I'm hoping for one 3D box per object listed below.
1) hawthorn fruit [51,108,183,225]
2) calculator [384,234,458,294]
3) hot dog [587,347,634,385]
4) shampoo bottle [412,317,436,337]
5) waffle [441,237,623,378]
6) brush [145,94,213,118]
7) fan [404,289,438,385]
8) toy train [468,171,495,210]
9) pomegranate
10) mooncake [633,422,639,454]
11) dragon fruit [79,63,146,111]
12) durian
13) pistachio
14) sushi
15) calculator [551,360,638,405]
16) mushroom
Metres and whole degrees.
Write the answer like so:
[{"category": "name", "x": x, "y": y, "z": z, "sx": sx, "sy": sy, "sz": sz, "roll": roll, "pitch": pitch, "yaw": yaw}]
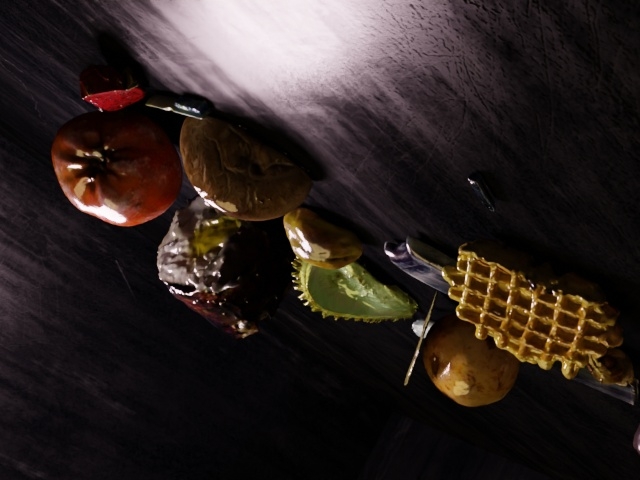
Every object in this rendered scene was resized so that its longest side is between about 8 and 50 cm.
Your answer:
[{"category": "hawthorn fruit", "x": -0.444, "y": -0.158, "z": 1.813, "sx": 0.284, "sy": 0.284, "sz": 0.284, "roll": 28, "pitch": 166, "yaw": 8}, {"category": "calculator", "x": 0.258, "y": 0.072, "z": 1.641, "sx": 0.268, "sy": 0.040, "sz": 0.177, "roll": 27, "pitch": 168, "yaw": -11}, {"category": "hot dog", "x": 0.552, "y": 0.233, "z": 1.544, "sx": 0.169, "sy": 0.061, "sz": 0.078, "roll": 16, "pitch": -144, "yaw": -56}, {"category": "shampoo bottle", "x": 0.317, "y": 0.233, "z": 2.043, "sx": 0.072, "sy": 0.049, "sz": 0.212, "roll": 35, "pitch": 165, "yaw": -32}, {"category": "waffle", "x": 0.357, "y": 0.109, "z": 1.386, "sx": 0.309, "sy": 0.065, "sz": 0.283, "roll": 48, "pitch": 142, "yaw": -14}, {"category": "brush", "x": -0.278, "y": -0.263, "z": 1.576, "sx": 0.178, "sy": 0.033, "sz": 0.030, "roll": 19, "pitch": 156, "yaw": 38}, {"category": "fan", "x": 0.231, "y": 0.202, "z": 1.833, "sx": 0.011, "sy": 0.230, "sz": 0.335, "roll": 19, "pitch": -167, "yaw": 9}, {"category": "toy train", "x": 0.241, "y": -0.072, "z": 1.214, "sx": 0.017, "sy": 0.017, "sz": 0.083, "roll": 21, "pitch": 162, "yaw": 41}, {"category": "pomegranate", "x": 0.336, "y": 0.249, "z": 1.785, "sx": 0.215, "sy": 0.215, "sz": 0.215, "roll": 28, "pitch": 166, "yaw": 8}, {"category": "mooncake", "x": 0.760, "y": 0.414, "z": 1.596, "sx": 0.283, "sy": 0.141, "sz": 0.283, "roll": 26, "pitch": 165, "yaw": 8}, {"category": "dragon fruit", "x": -0.400, "y": -0.308, "z": 1.595, "sx": 0.106, "sy": 0.083, "sz": 0.162, "roll": -14, "pitch": 174, "yaw": 4}, {"category": "durian", "x": 0.081, "y": 0.096, "z": 2.021, "sx": 0.394, "sy": 0.163, "sz": 0.198, "roll": 32, "pitch": 128, "yaw": -22}, {"category": "pistachio", "x": -0.003, "y": 0.002, "z": 1.783, "sx": 0.189, "sy": 0.110, "sz": 0.100, "roll": 29, "pitch": -162, "yaw": 4}, {"category": "sushi", "x": -0.239, "y": 0.070, "z": 2.106, "sx": 0.281, "sy": 0.300, "sz": 0.294, "roll": 3, "pitch": 151, "yaw": 30}, {"category": "calculator", "x": 0.554, "y": 0.276, "z": 1.772, "sx": 0.261, "sy": 0.021, "sz": 0.161, "roll": 23, "pitch": 164, "yaw": 29}, {"category": "mushroom", "x": -0.168, "y": -0.125, "z": 1.585, "sx": 0.285, "sy": 0.151, "sz": 0.156, "roll": 29, "pitch": 164, "yaw": 6}]
